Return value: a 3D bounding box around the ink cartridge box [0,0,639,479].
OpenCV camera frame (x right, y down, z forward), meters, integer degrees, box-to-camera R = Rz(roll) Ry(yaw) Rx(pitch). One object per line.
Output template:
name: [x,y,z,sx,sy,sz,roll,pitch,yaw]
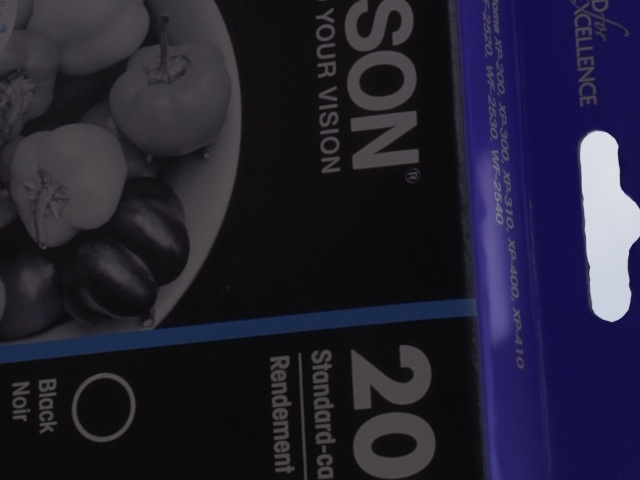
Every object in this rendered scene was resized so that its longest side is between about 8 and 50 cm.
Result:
ink cartridge box: [0.000,0.000,0.524,0.208,0.045,0.206,-7,-105,14]
